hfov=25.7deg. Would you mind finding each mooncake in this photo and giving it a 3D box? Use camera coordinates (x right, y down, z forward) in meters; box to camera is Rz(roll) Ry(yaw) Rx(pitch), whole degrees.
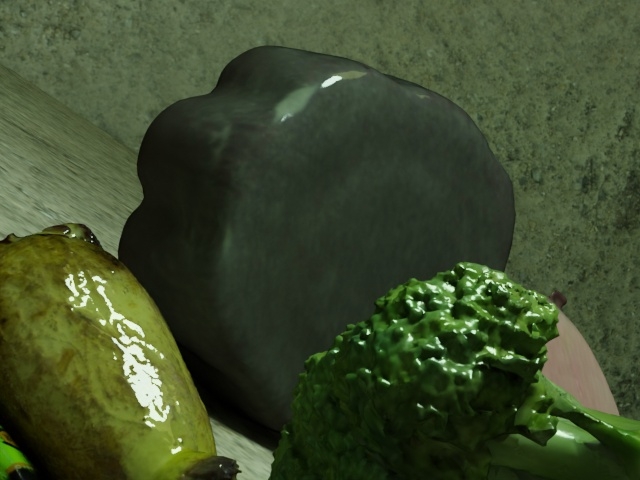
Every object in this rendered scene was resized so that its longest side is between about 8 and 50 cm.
[{"bbox_3d":[0.000,0.000,1.055,0.154,0.306,0.306,24,-7,47],"label":"mooncake"}]

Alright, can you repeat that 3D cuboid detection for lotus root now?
[{"bbox_3d":[-0.098,0.072,0.620,0.108,0.094,0.191,27,18,-49],"label":"lotus root"}]

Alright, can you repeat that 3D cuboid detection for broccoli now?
[{"bbox_3d":[0.106,0.089,0.743,0.254,0.302,0.186,28,47,-26],"label":"broccoli"}]

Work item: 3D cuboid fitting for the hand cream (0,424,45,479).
[{"bbox_3d":[-0.156,0.071,0.589,0.122,0.023,0.036,40,-7,17],"label":"hand cream"}]

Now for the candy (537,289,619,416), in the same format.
[{"bbox_3d":[0.181,0.160,1.194,0.255,0.094,0.255,41,38,-41],"label":"candy"}]
